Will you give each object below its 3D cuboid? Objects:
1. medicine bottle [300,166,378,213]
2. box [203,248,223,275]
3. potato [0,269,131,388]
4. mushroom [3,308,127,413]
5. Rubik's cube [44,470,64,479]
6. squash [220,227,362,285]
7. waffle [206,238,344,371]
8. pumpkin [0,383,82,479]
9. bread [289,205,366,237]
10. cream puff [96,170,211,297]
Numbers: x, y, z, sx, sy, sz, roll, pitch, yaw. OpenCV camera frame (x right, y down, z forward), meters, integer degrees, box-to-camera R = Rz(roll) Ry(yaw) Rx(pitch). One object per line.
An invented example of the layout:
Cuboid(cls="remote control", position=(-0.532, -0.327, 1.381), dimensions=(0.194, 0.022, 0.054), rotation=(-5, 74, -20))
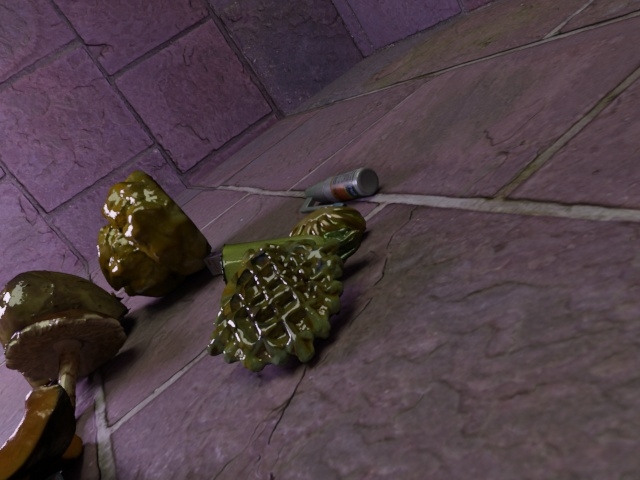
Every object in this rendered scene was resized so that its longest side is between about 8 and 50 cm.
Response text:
Cuboid(cls="medicine bottle", position=(0.033, -0.104, 1.230), dimensions=(0.221, 0.061, 0.092), rotation=(-6, 53, 56))
Cuboid(cls="box", position=(-0.221, 0.046, 1.288), dimensions=(0.117, 0.050, 0.036), rotation=(-18, 18, 43))
Cuboid(cls="potato", position=(-0.652, 0.178, 1.337), dimensions=(0.301, 0.237, 0.289), rotation=(-45, 12, -23))
Cuboid(cls="mushroom", position=(-0.531, 0.284, 1.109), dimensions=(0.208, 0.233, 0.301), rotation=(0, 56, 19))
Cuboid(cls="Rubik's cube", position=(-0.374, 0.361, 0.735), dimensions=(0.073, 0.075, 0.084), rotation=(-28, -9, -18))
Cuboid(cls="squash", position=(-0.056, 0.051, 0.928), dimensions=(0.288, 0.137, 0.137), rotation=(-11, 29, 33))
Cuboid(cls="waffle", position=(-0.064, 0.087, 0.806), dimensions=(0.204, 0.054, 0.223), rotation=(-1, 54, 27))
Cuboid(cls="pumpkin", position=(-0.460, 0.328, 0.770), dimensions=(0.258, 0.095, 0.290), rotation=(-28, -15, -28))
Cuboid(cls="bread", position=(0.000, 0.000, 1.009), dimensions=(0.157, 0.083, 0.094), rotation=(-16, 38, 40))
Cuboid(cls="cream puff", position=(-0.438, 0.009, 1.365), dimensions=(0.257, 0.291, 0.324), rotation=(-46, 9, -11))
